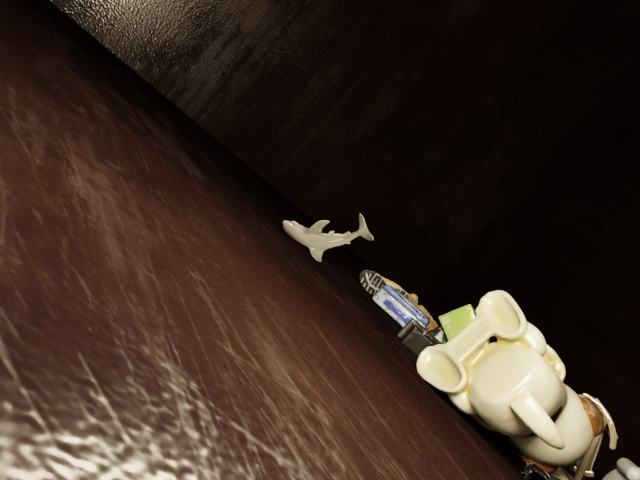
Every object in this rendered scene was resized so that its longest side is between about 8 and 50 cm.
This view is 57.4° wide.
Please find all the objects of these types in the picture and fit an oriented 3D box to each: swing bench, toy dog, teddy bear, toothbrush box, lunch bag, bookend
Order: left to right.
[{"bbox_3d":[0.294,0.253,2.111,0.219,0.090,0.176,42,6,16],"label":"lunch bag"},{"bbox_3d":[0.403,0.316,2.315,0.245,0.113,0.338,42,3,-34],"label":"teddy bear"},{"bbox_3d":[0.304,0.309,1.673,0.157,0.072,0.156,41,4,3],"label":"bookend"},{"bbox_3d":[0.524,0.378,1.991,0.206,0.122,0.283,35,34,-65],"label":"toothbrush box"},{"bbox_3d":[0.504,0.372,1.390,0.408,0.284,0.395,45,-5,-29],"label":"toy dog"},{"bbox_3d":[0.795,0.614,1.774,0.165,0.255,0.253,44,5,32],"label":"swing bench"}]

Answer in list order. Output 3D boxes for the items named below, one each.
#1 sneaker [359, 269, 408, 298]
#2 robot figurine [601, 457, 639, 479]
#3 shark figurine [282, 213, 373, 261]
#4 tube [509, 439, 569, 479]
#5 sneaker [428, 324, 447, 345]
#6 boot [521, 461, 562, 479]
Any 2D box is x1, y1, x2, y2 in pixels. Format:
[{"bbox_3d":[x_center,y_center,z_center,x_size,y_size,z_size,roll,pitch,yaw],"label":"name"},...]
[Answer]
[{"bbox_3d":[0.242,0.181,2.262,0.208,0.081,0.094,33,11,1],"label":"sneaker"},{"bbox_3d":[0.923,0.774,1.660,0.353,0.200,0.300,11,56,-82],"label":"robot figurine"},{"bbox_3d":[0.024,0.010,1.835,0.166,0.278,0.116,87,5,-55],"label":"shark figurine"},{"bbox_3d":[0.595,0.598,1.512,0.070,0.062,0.240,-30,71,-40],"label":"tube"},{"bbox_3d":[0.394,0.363,1.996,0.110,0.107,0.275,61,11,6],"label":"sneaker"},{"bbox_3d":[0.498,0.535,1.281,0.121,0.045,0.099,35,-1,18],"label":"boot"}]
